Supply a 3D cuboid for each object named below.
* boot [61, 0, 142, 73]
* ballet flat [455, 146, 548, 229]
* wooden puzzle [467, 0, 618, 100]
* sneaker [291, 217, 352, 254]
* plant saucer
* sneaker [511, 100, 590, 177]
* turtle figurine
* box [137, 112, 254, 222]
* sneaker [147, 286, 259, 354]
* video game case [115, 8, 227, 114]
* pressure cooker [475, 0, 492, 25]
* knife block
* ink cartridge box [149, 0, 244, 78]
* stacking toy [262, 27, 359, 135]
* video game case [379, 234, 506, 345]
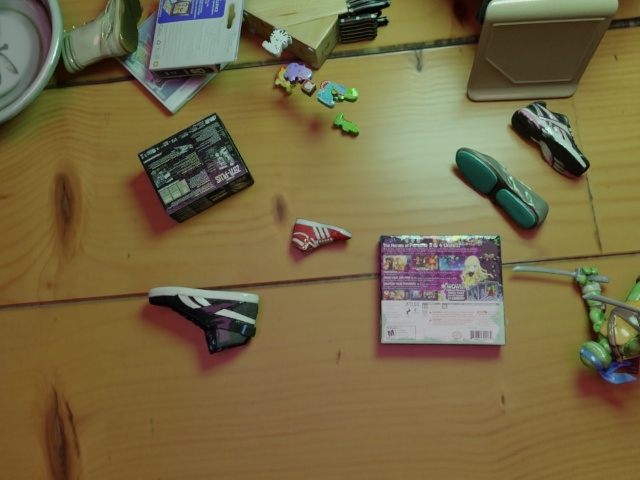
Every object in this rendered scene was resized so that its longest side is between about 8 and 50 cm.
[{"bbox_3d":[-0.474,-0.462,1.231,0.165,0.077,0.213,-16,60,16],"label":"boot"},{"bbox_3d":[0.355,-0.110,1.119,0.213,0.072,0.068,46,58,10],"label":"ballet flat"},{"bbox_3d":[0.402,-0.359,1.074,0.221,0.238,0.044,-2,63,4],"label":"wooden puzzle"},{"bbox_3d":[0.000,0.000,1.127,0.119,0.042,0.067,12,76,14],"label":"sneaker"},{"bbox_3d":[-0.716,-0.404,1.222,0.401,0.100,0.400,-1,79,8],"label":"plant saucer"},{"bbox_3d":[0.467,-0.208,1.121,0.077,0.072,0.178,-39,85,-14],"label":"sneaker"},{"bbox_3d":[0.542,0.087,0.994,0.266,0.198,0.274,-32,82,-6],"label":"turtle figurine"},{"bbox_3d":[-0.249,-0.145,1.155,0.180,0.077,0.147,-29,78,-1],"label":"box"},{"bbox_3d":[-0.230,0.155,1.096,0.217,0.079,0.121,3,78,3],"label":"sneaker"},{"bbox_3d":[-0.320,-0.401,1.237,0.201,0.023,0.183,44,85,11],"label":"video game case"},{"bbox_3d":[0.416,-0.605,1.038,0.376,0.370,0.420,-34,81,-19],"label":"pressure cooker"},{"bbox_3d":[0.003,-0.501,1.200,0.276,0.088,0.242,31,82,10],"label":"knife block"},{"bbox_3d":[-0.244,-0.443,1.180,0.208,0.045,0.206,2,79,22],"label":"ink cartridge box"},{"bbox_3d":[-0.010,-0.307,1.123,0.221,0.167,0.052,36,84,11],"label":"stacking toy"},{"bbox_3d":[0.228,0.094,1.092,0.232,0.042,0.210,-1,79,4],"label":"video game case"}]
